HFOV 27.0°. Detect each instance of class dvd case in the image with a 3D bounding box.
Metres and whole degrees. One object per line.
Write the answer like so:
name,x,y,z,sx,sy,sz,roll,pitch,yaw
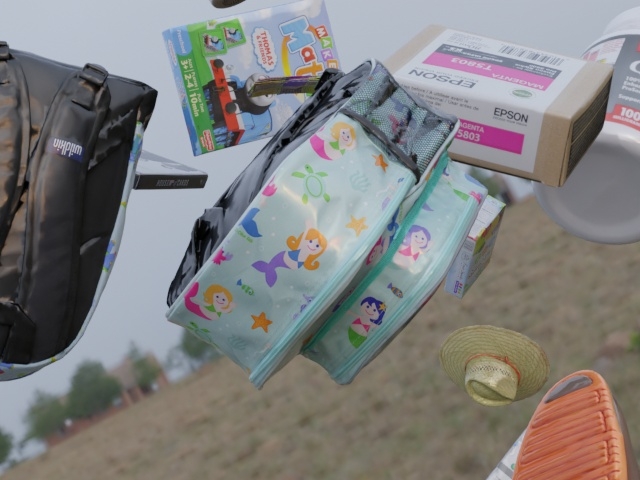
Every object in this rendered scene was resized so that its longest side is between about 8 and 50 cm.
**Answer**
dvd case,-0.288,-0.114,1.924,0.029,0.179,0.239,-71,-16,9

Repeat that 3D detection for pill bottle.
pill bottle,0.452,-0.180,1.952,0.210,0.210,0.363,-30,22,43

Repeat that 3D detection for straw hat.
straw hat,0.216,0.178,1.688,0.144,0.144,0.061,-29,27,31

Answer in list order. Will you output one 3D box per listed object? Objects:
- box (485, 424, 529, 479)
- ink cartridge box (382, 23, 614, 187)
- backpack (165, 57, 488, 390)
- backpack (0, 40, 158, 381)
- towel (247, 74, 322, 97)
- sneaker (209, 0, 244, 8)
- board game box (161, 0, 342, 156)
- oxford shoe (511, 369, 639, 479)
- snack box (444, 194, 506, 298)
box,0.366,0.387,2.178,0.186,0.145,0.038,-45,-8,-27
ink cartridge box,0.192,-0.158,1.508,0.235,0.088,0.193,16,30,18
backpack,0.000,0.000,1.056,0.225,0.191,0.253,-49,-2,35
backpack,-0.358,-0.014,1.524,0.290,0.355,0.273,9,-24,-24
towel,-0.037,-0.168,1.461,0.083,0.009,0.060,-5,-9,-14
sneaker,-0.100,-0.444,1.706,0.099,0.153,0.282,-19,-29,-48
board game box,-0.077,-0.208,1.672,0.212,0.160,0.039,-16,5,-23
oxford shoe,0.265,0.297,1.238,0.133,0.363,0.130,28,-40,-33
snack box,0.242,0.011,2.096,0.100,0.037,0.141,-46,-23,-37
